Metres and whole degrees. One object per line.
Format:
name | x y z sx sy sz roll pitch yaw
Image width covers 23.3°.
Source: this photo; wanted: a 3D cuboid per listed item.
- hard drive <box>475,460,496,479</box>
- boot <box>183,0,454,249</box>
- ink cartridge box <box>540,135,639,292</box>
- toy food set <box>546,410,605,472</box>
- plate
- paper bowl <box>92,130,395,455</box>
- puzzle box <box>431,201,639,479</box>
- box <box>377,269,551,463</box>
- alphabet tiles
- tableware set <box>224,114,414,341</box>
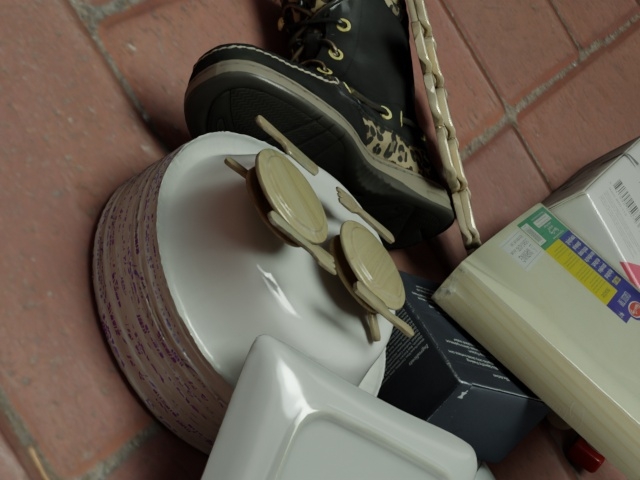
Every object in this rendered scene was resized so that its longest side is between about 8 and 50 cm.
hard drive | 0.179 0.387 1.476 0.353 0.047 0.233 57 34 -7
boot | -0.006 -0.174 1.549 0.377 0.138 0.284 27 48 -46
ink cartridge box | 0.383 0.007 1.954 0.207 0.117 0.283 60 34 -2
toy food set | 0.346 0.202 1.757 0.232 0.111 0.104 33 33 11
plate | 0.009 0.252 1.238 0.277 0.045 0.278 32 72 -38
paper bowl | -0.047 0.039 1.337 0.284 0.148 0.284 31 45 -36
puzzle box | 0.279 0.094 1.633 0.272 0.052 0.409 42 20 8
box | 0.117 0.122 1.498 0.156 0.093 0.158 18 30 -46
alphabet tiles | 0.135 -0.125 1.671 0.278 0.021 0.284 44 34 -78
tableware set | 0.000 0.000 1.261 0.194 0.039 0.128 41 27 -36
